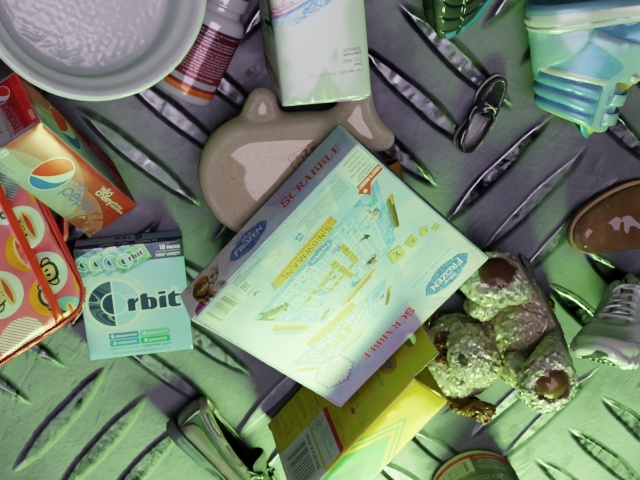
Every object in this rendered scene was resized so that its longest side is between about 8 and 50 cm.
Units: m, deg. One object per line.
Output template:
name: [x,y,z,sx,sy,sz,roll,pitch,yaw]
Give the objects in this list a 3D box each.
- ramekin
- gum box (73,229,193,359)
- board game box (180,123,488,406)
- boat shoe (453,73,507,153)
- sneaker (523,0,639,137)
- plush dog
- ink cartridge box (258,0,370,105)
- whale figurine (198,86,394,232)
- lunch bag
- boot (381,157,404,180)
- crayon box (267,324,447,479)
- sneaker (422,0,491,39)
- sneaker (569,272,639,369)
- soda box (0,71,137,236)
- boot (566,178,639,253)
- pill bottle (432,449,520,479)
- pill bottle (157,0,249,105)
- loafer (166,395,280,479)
ramekin: [-0.287,-0.313,1.173,0.277,0.135,0.277,-4,101,-19]
gum box: [-0.277,0.082,1.430,0.157,0.041,0.184,-6,115,-8]
board game box: [0.027,0.049,1.330,0.319,0.066,0.318,-46,129,8]
boat shoe: [0.239,-0.185,1.410,0.046,0.038,0.125,28,106,-20]
sneaker: [0.448,-0.254,1.374,0.319,0.127,0.208,-3,112,1]
plush dog: [0.261,0.158,1.512,0.225,0.210,0.262,-28,88,18]
ink cartridge box: [-0.019,-0.330,1.208,0.117,0.201,0.278,-9,115,-6]
whale figurine: [-0.039,-0.122,1.329,0.272,0.141,0.216,-30,110,3]
lunch bag: [-0.454,0.011,1.293,0.258,0.120,0.293,-34,114,-31]
boot: [0.001,0.000,1.424,0.295,0.104,0.211,-19,109,-4]
crayon box: [0.066,0.249,1.475,0.081,0.202,0.318,35,104,-28]
sneaker: [0.160,-0.430,1.254,0.125,0.139,0.341,-33,138,-26]
sneaker: [0.461,0.121,1.481,0.110,0.292,0.118,14,104,24]
soda box: [-0.340,-0.102,1.232,0.083,0.092,0.263,-33,155,2]
boot: [0.541,-0.032,1.492,0.305,0.115,0.112,-12,117,-4]
pill bottle: [0.293,0.491,1.580,0.161,0.283,0.161,-4,114,-9]
pill bottle: [-0.155,-0.264,1.276,0.086,0.086,0.152,23,108,-19]
loafer: [-0.129,0.357,1.552,0.084,0.096,0.267,-45,112,4]
